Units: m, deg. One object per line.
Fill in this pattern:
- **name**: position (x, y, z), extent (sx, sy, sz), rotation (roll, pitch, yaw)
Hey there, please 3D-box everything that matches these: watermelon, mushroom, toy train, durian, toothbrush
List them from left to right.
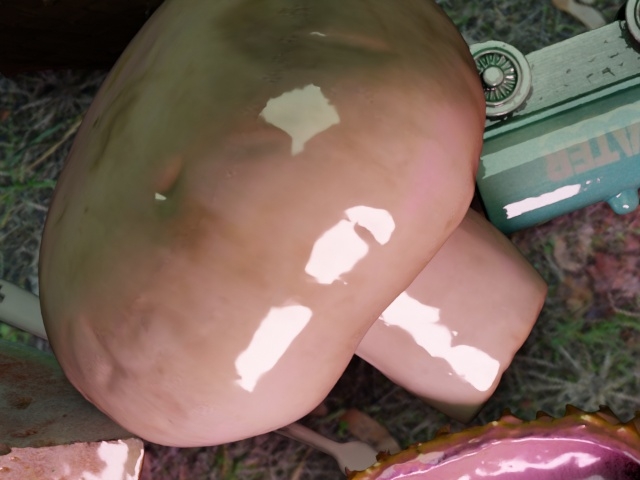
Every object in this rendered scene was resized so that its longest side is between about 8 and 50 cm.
- **watermelon**: position (-0.290, 0.180, 1.207), extent (0.322, 0.188, 0.175), rotation (2, 113, -6)
- **toothbrush**: position (-0.101, 0.105, 1.245), extent (0.386, 0.040, 0.040), rotation (22, 75, 18)
- **mushroom**: position (-0.021, -0.019, 1.103), extent (0.353, 0.325, 0.353), rotation (-1, 68, 2)
- **durian**: position (0.104, 0.220, 1.130), extent (0.341, 0.112, 0.191), rotation (-34, 64, -11)
- **toy train**: position (0.202, -0.095, 1.241), extent (0.248, 0.101, 0.159), rotation (-19, 83, 4)

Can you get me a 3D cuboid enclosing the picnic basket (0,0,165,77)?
- **picnic basket**: position (-0.195, -0.296, 1.276), extent (0.254, 0.291, 0.321), rotation (-5, 81, 10)
